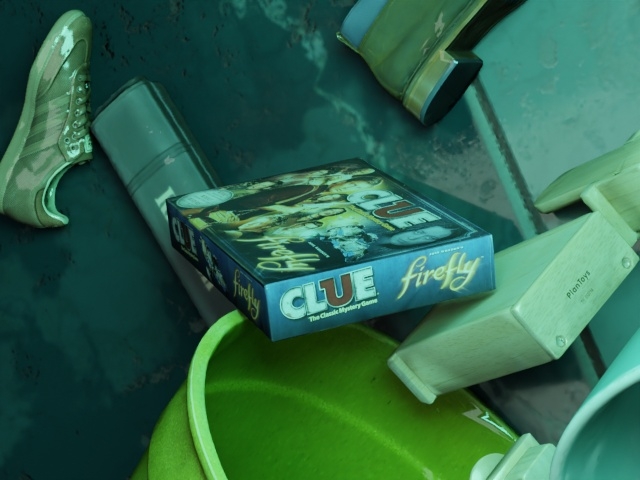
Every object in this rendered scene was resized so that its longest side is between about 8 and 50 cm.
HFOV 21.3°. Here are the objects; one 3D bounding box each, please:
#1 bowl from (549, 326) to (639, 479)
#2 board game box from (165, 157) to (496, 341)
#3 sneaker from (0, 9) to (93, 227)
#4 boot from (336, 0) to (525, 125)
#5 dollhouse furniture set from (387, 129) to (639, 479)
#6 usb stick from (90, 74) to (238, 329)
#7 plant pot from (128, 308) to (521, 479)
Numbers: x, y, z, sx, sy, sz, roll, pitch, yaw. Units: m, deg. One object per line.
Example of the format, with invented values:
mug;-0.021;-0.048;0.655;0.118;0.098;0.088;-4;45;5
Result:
bowl;0.302;0.113;1.014;0.312;0.311;0.163;-4;40;23
board game box;0.000;0.000;1.229;0.165;0.243;0.042;-13;109;-18
sneaker;-0.219;-0.101;1.459;0.071;0.066;0.188;23;101;6
boot;0.103;-0.207;1.308;0.106;0.082;0.219;39;103;18
dollhouse furniture set;0.244;0.149;1.217;0.355;0.174;0.303;48;62;-9
usb stick;-0.100;-0.010;1.400;0.077;0.045;0.278;-36;73;16
plant pot;-0.035;0.295;1.209;0.366;0.366;0.353;49;116;19
